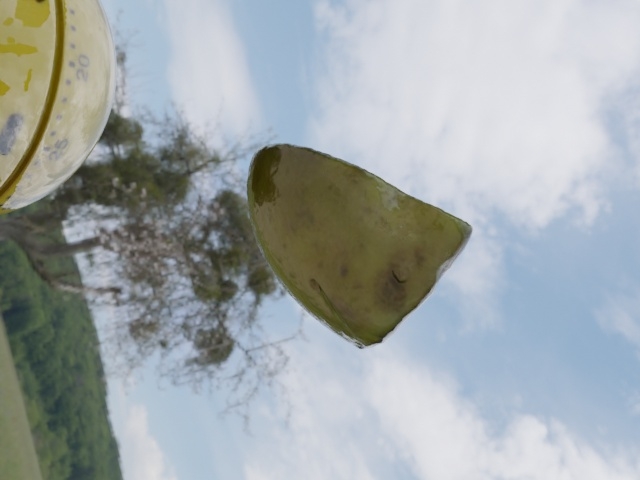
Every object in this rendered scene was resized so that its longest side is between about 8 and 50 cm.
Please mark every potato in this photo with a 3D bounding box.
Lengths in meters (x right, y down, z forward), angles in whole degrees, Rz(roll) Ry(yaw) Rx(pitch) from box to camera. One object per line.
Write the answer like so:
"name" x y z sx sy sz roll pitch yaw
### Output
"potato" 0.000 0.000 0.505 0.120 0.081 0.149 35 -13 -9

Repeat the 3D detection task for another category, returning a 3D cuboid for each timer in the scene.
"timer" -0.408 -0.192 0.852 0.376 0.387 0.376 -4 -98 32
